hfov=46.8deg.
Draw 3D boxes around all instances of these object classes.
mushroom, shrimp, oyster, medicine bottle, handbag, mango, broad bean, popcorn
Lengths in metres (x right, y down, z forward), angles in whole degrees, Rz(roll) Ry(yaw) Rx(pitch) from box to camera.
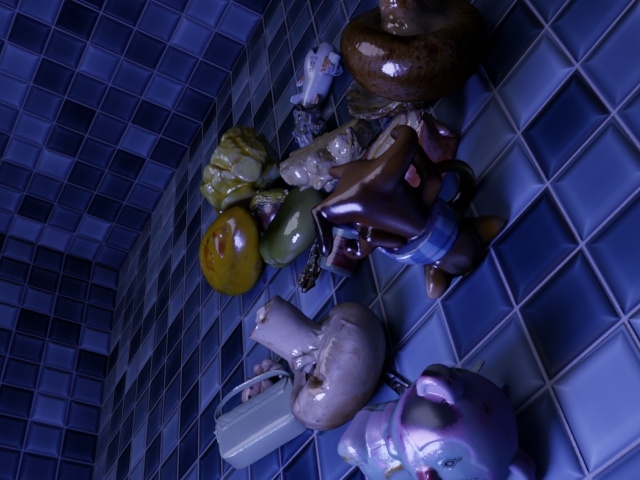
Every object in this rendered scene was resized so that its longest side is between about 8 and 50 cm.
[{"bbox_3d":[-0.019,0.251,1.595,0.292,0.290,0.292,-62,10,20],"label":"mushroom"},{"bbox_3d":[0.000,0.000,1.942,0.222,0.054,0.290,55,-125,-82],"label":"shrimp"},{"bbox_3d":[0.210,-0.496,1.649,0.334,0.331,0.356,28,119,39],"label":"mushroom"},{"bbox_3d":[0.164,-0.391,1.933,0.204,0.111,0.396,-53,33,13],"label":"oyster"},{"bbox_3d":[0.074,-0.020,1.868,0.090,0.090,0.216,15,84,66],"label":"medicine bottle"},{"bbox_3d":[-0.156,0.436,1.877,0.256,0.079,0.219,-31,38,5],"label":"handbag"},{"bbox_3d":[-0.276,0.029,2.383,0.253,0.182,0.365,62,146,27],"label":"mango"},{"bbox_3d":[-0.080,-0.037,2.172,0.291,0.119,0.238,-53,20,26],"label":"broad bean"},{"bbox_3d":[-0.275,-0.219,2.489,0.292,0.334,0.293,-27,67,5],"label":"popcorn"}]

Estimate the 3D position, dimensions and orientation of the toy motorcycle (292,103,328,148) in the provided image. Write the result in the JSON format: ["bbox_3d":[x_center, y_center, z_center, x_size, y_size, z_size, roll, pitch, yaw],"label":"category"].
[{"bbox_3d":[-0.035,-0.338,2.340,0.225,0.073,0.152,43,136,53],"label":"toy motorcycle"}]

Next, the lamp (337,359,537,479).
[{"bbox_3d":[0.199,0.314,1.227,0.247,0.247,0.301,-43,4,-38],"label":"lamp"}]

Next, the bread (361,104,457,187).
[{"bbox_3d":[0.205,-0.191,1.696,0.244,0.123,0.190,-51,32,36],"label":"bread"}]

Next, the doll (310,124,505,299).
[{"bbox_3d":[0.165,-0.056,1.417,0.317,0.340,0.209,-59,24,-4],"label":"doll"}]

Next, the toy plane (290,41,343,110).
[{"bbox_3d":[-0.015,-0.540,2.430,0.244,0.117,0.244,-47,32,42],"label":"toy plane"}]

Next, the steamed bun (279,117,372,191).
[{"bbox_3d":[0.030,-0.220,2.014,0.295,0.137,0.292,-21,18,48],"label":"steamed bun"}]

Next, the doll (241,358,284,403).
[{"bbox_3d":[-0.175,0.455,2.005,0.154,0.119,0.278,-28,37,53],"label":"doll"}]

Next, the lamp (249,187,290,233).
[{"bbox_3d":[-0.159,-0.097,2.356,0.156,0.135,0.157,3,78,66],"label":"lamp"}]

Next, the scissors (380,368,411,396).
[{"bbox_3d":[0.187,0.313,1.455,0.317,0.024,0.160,23,92,66],"label":"scissors"}]
